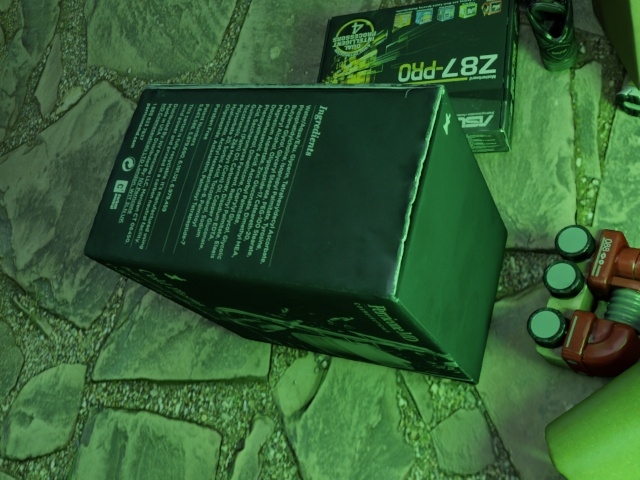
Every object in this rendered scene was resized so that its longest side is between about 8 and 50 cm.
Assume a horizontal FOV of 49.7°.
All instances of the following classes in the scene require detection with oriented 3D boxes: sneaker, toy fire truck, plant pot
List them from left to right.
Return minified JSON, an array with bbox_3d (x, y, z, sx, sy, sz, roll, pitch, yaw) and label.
[{"bbox_3d":[0.433,-0.445,1.306,0.087,0.130,0.227,-9,61,19],"label":"sneaker"},{"bbox_3d":[0.470,0.108,1.029,0.246,0.158,0.217,11,71,39],"label":"toy fire truck"},{"bbox_3d":[0.449,0.269,0.897,0.254,0.276,0.276,-35,56,19],"label":"plant pot"},{"bbox_3d":[0.613,-0.245,1.155,0.209,0.081,0.094,27,78,33],"label":"sneaker"}]

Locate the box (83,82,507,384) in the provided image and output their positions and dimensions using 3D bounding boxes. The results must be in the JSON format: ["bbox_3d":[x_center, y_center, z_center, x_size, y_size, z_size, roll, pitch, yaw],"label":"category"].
[{"bbox_3d":[0.000,0.000,1.081,0.472,0.480,0.297,5,70,27],"label":"box"}]

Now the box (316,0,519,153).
[{"bbox_3d":[0.186,-0.322,1.379,0.395,0.097,0.318,1,70,25],"label":"box"}]

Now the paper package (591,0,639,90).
[{"bbox_3d":[0.539,-0.465,1.113,0.168,0.324,0.309,-17,44,17],"label":"paper package"}]
